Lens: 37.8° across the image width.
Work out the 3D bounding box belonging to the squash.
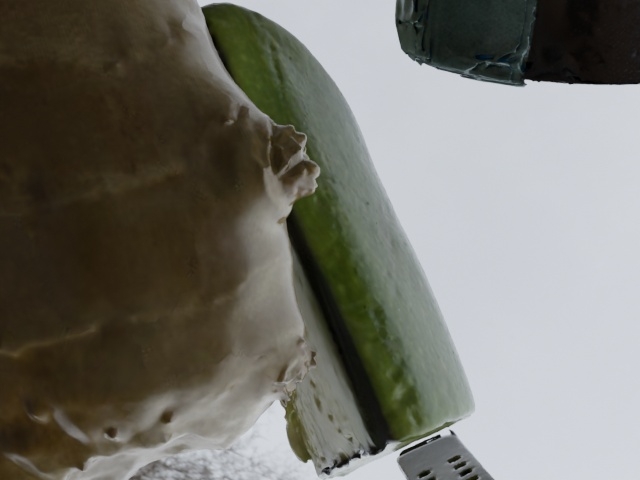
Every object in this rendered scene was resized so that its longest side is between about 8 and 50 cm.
[{"bbox_3d":[0.000,0.000,0.541,0.093,0.169,0.252,-18,-105,-18],"label":"squash"}]

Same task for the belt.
[{"bbox_3d":[0.099,-0.097,0.371,0.140,0.058,0.105,2,-150,11],"label":"belt"}]

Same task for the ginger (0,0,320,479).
[{"bbox_3d":[-0.136,-0.070,0.426,0.236,0.166,0.375,-28,-120,23],"label":"ginger"}]

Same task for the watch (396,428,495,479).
[{"bbox_3d":[0.132,0.218,0.540,0.102,0.164,0.268,-35,-168,-2],"label":"watch"}]
